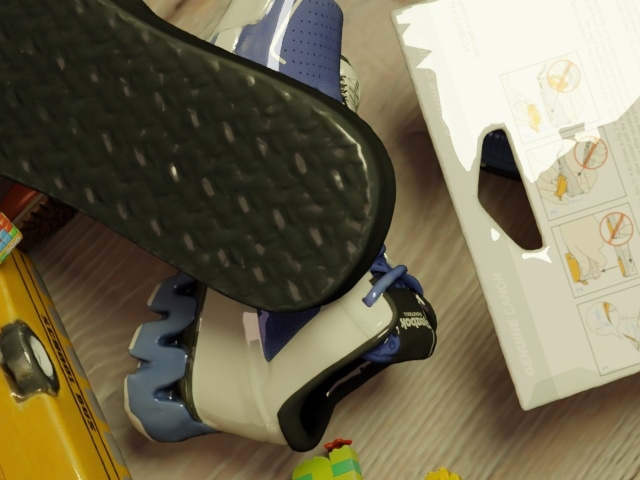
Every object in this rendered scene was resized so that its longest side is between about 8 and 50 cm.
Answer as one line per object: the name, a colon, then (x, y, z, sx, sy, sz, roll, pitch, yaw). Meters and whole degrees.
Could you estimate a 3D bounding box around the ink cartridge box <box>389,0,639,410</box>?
ink cartridge box: (0.198, -0.053, 0.768, 0.239, 0.060, 0.275, -18, 86, 0)

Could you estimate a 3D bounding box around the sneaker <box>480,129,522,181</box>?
sneaker: (0.192, -0.076, 0.842, 0.211, 0.081, 0.080, 9, 85, 3)

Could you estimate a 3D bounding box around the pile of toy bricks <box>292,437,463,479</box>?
pile of toy bricks: (0.011, 0.187, 0.813, 0.212, 0.118, 0.105, -22, 55, 13)

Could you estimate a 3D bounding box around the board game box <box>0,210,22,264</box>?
board game box: (-0.295, 0.013, 0.752, 0.170, 0.048, 0.141, 20, 65, 35)

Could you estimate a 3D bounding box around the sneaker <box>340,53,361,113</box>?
sneaker: (0.015, -0.101, 0.867, 0.032, 0.037, 0.083, -7, 82, 1)

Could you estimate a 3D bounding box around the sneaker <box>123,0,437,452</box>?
sneaker: (0.000, 0.001, 0.788, 0.182, 0.127, 0.315, 13, 90, 23)

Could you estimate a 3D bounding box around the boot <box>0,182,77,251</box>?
boot: (-0.200, -0.065, 0.857, 0.084, 0.059, 0.158, 33, 76, 7)

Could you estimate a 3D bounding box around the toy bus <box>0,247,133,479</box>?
toy bus: (-0.185, 0.161, 0.754, 0.108, 0.130, 0.333, -29, 71, 0)

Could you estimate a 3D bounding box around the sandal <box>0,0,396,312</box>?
sandal: (-0.149, -0.101, 0.756, 0.446, 0.107, 0.167, 35, 104, 14)
